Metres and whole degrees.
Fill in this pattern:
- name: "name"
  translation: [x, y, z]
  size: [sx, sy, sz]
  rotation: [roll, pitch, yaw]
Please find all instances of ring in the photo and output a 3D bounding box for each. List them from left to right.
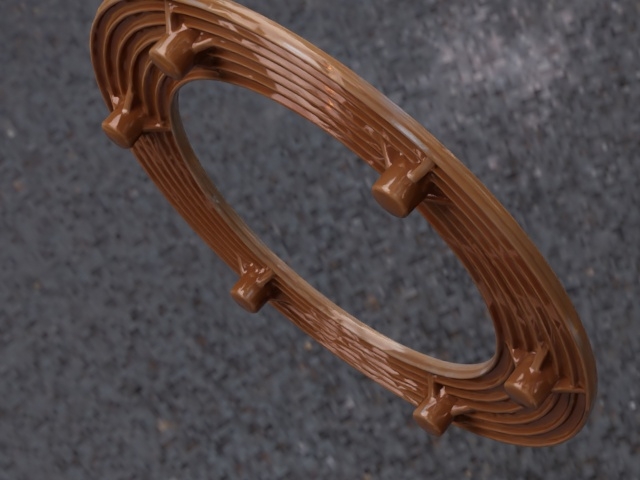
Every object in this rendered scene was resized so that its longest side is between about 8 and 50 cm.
- name: "ring"
  translation: [0.000, 0.000, 0.943]
  size: [0.336, 0.336, 0.032]
  rotation: [27, 67, 34]
